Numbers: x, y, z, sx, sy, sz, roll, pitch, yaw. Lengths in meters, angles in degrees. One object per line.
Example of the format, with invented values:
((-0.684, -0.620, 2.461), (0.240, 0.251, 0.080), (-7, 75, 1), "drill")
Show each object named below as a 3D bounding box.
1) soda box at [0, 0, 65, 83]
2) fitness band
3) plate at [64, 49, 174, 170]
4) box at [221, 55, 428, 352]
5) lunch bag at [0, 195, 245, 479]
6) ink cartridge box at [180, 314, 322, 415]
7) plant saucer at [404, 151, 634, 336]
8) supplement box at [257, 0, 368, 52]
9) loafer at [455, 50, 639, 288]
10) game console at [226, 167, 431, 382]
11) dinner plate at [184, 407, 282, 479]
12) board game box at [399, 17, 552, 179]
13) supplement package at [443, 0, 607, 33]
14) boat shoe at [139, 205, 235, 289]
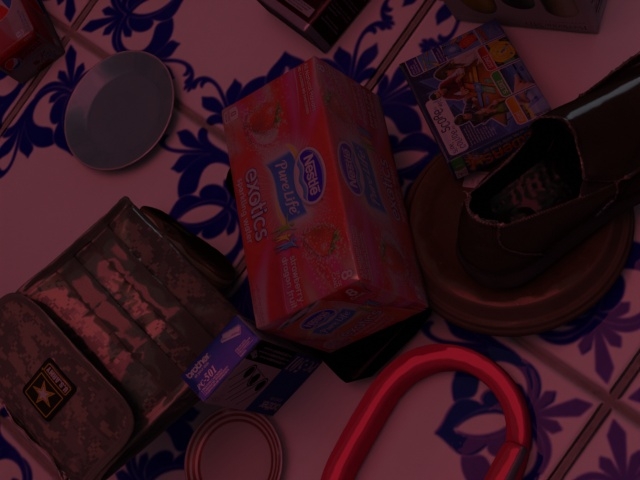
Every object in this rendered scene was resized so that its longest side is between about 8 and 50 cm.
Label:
((-0.494, -0.375, 1.866), (0.092, 0.083, 0.263), (-35, 62, 11), "soda box")
((0.119, 0.259, 1.378), (0.209, 0.054, 0.290), (28, 85, 33), "fitness band")
((-0.287, -0.185, 1.736), (0.188, 0.024, 0.188), (-9, 68, 22), "plate")
((0.002, -0.040, 1.408), (0.154, 0.142, 0.299), (-26, 60, 29), "box")
((-0.258, 0.132, 1.451), (0.287, 0.169, 0.235), (-42, 80, -11), "lunch bag")
((-0.076, 0.150, 1.412), (0.097, 0.207, 0.046), (-48, 68, 4), "ink cartridge box")
((0.222, -0.023, 1.400), (0.278, 0.041, 0.277), (-7, 63, 15), "plant saucer")
((0.027, -0.389, 1.628), (0.130, 0.073, 0.239), (42, 94, 31), "supplement box")
((0.298, -0.094, 1.312), (0.366, 0.130, 0.134), (-43, 60, -7), "loafer")
((0.000, 0.000, 1.525), (0.213, 0.044, 0.361), (-49, 59, 3), "game console")
((-0.107, 0.276, 1.494), (0.141, 0.017, 0.141), (-9, 70, 25), "dinner plate")
((0.188, -0.175, 1.454), (0.136, 0.035, 0.201), (-24, 45, 6), "board game box")
((0.233, -0.398, 1.422), (0.199, 0.263, 0.198), (11, 78, 28), "supplement package")
((-0.187, 0.026, 1.600), (0.190, 0.068, 0.072), (36, 103, 40), "boat shoe")
